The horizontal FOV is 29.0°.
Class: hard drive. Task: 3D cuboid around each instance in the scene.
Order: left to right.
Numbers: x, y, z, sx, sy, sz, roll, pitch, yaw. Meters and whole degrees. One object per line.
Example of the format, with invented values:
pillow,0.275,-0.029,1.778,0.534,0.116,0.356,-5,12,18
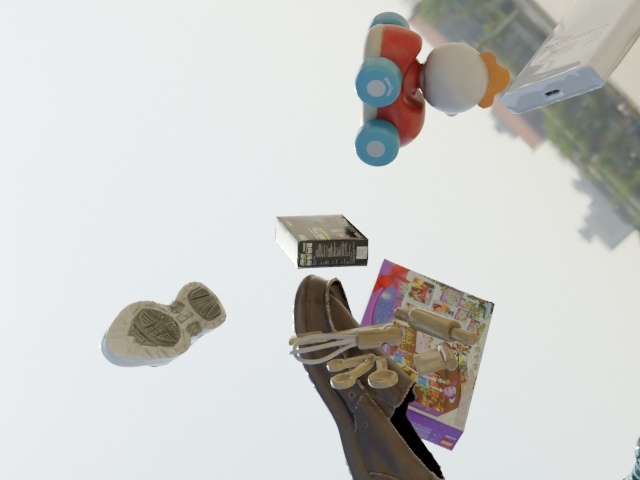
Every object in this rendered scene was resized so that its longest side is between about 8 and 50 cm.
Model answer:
hard drive,0.399,-0.311,1.737,0.040,0.307,0.203,46,156,-16

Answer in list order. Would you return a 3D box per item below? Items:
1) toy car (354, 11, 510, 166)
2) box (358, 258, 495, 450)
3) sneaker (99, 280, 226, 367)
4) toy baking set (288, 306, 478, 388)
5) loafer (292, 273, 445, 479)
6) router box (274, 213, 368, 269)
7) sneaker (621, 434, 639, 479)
toy car,0.183,-0.241,1.993,0.238,0.210,0.219,4,-147,7
box,0.151,0.173,1.950,0.201,0.057,0.293,23,-138,1
sneaker,-0.216,0.133,1.611,0.090,0.115,0.232,52,-153,11
toy baking set,0.070,0.128,1.579,0.256,0.197,0.030,22,125,59
loafer,0.076,0.207,1.744,0.366,0.130,0.134,67,-162,5
router box,0.000,0.000,1.571,0.092,0.038,0.122,-3,-163,-16
sneaker,0.455,0.290,1.635,0.122,0.283,0.110,32,-132,-12
